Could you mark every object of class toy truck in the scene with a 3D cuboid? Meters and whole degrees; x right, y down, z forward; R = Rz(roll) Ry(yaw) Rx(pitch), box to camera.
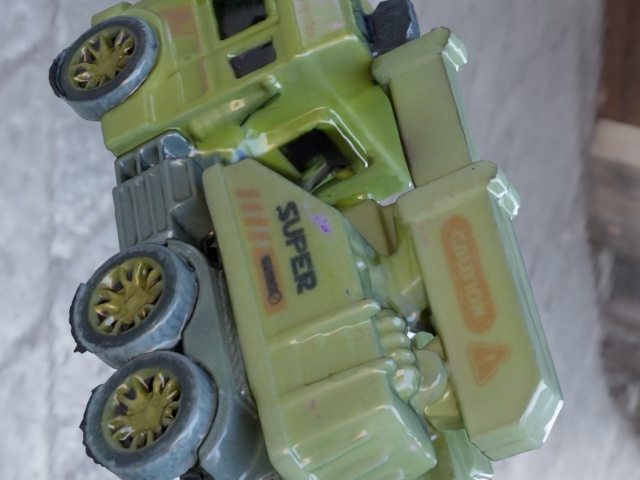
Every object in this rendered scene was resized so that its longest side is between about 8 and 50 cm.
[{"bbox_3d":[0.000,0.000,0.457,0.077,0.100,0.169,50,21,-44],"label":"toy truck"}]
